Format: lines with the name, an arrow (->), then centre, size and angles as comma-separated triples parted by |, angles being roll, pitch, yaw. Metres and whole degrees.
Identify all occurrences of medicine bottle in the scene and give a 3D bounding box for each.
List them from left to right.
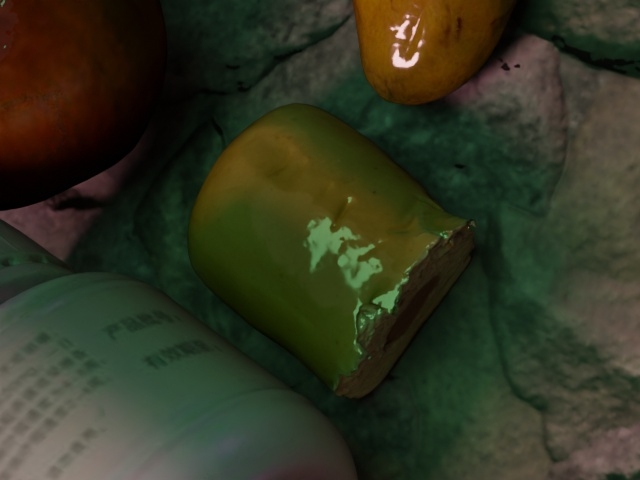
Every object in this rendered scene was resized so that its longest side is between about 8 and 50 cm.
medicine bottle -> -0.156, 0.129, 1.129 | 0.302, 0.241, 0.241 | 34, 92, 28

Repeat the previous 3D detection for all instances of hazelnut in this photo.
hazelnut -> -0.218, -0.137, 1.252 | 0.251, 0.217, 0.217 | 38, 94, 42

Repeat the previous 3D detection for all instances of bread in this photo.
bread -> -0.001, 0.000, 1.181 | 0.173, 0.085, 0.134 | 36, 92, 28

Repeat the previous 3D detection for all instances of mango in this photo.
mango -> 0.071, -0.167, 1.192 | 0.115, 0.089, 0.165 | -10, 75, 24
